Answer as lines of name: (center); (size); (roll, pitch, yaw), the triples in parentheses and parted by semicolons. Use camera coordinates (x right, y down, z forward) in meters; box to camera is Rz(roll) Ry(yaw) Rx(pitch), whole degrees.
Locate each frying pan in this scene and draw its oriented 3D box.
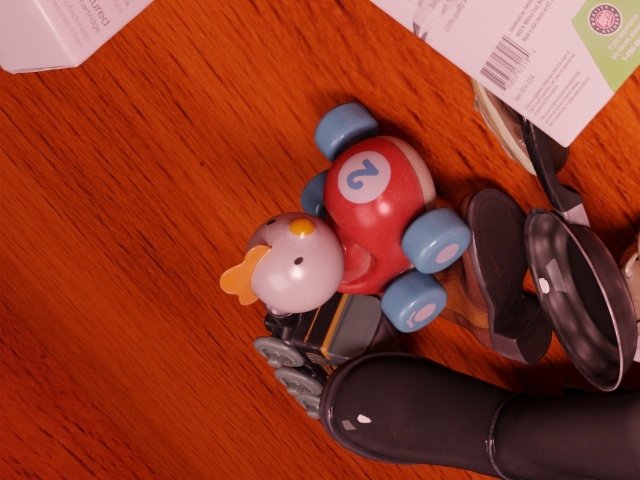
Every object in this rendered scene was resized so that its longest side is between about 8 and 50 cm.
frying pan: (0.240, -0.005, 1.081); (0.197, 0.053, 0.326); (-160, 50, -81)

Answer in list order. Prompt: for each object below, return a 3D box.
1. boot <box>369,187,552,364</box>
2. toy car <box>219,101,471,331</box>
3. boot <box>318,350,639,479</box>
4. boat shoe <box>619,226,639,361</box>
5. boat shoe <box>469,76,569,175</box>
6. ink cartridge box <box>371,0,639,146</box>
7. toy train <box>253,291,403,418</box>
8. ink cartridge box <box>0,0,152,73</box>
boot: (0.138, 0.014, 1.330); (0.280, 0.096, 0.264); (22, 154, 43)
toy car: (0.000, 0.000, 1.202); (0.219, 0.238, 0.210); (52, 148, 29)
boot: (0.257, 0.219, 1.251); (0.367, 0.146, 0.445); (14, 170, -27)
boat shoe: (0.343, 0.038, 1.057); (0.103, 0.113, 0.302); (28, 150, 12)
boat shoe: (0.177, -0.140, 1.065); (0.072, 0.068, 0.190); (21, 147, 52)
ink cartridge box: (0.160, -0.238, 0.892); (0.273, 0.115, 0.198); (38, 151, 5)
toy train: (0.036, 0.172, 1.557); (0.190, 0.142, 0.334); (12, 153, 28)
ink cartridge box: (-0.217, -0.336, 1.008); (0.129, 0.307, 0.223); (5, 135, 44)
